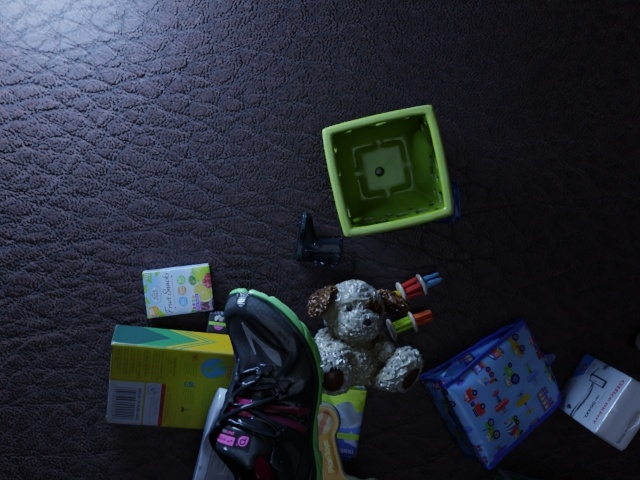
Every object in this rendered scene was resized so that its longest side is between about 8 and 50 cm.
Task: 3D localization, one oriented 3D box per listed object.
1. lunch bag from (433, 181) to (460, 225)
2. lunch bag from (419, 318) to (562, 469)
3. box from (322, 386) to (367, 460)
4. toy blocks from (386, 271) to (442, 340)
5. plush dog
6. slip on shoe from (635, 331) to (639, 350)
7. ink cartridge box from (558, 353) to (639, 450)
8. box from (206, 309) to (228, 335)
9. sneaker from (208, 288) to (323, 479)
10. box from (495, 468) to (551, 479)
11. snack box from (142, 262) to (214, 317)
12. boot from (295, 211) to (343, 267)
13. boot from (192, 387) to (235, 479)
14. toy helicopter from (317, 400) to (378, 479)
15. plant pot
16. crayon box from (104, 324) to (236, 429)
[{"bbox_3d":[0.276,-0.081,1.707,0.065,0.067,0.098,-7,97,-8],"label":"lunch bag"},{"bbox_3d":[0.415,0.332,1.754,0.293,0.138,0.220,-31,97,-14],"label":"lunch bag"},{"bbox_3d":[0.036,0.410,1.737,0.109,0.042,0.178,8,94,-9],"label":"box"},{"bbox_3d":[0.212,0.142,1.729,0.148,0.054,0.123,-22,98,-6],"label":"toy blocks"},{"bbox_3d":[0.071,0.196,1.643,0.263,0.211,0.225,3,93,-25],"label":"plush dog"},{"bbox_3d":[0.895,0.200,1.813,0.331,0.123,0.101,-22,103,-11],"label":"slip on shoe"},{"bbox_3d":[0.638,0.359,1.742,0.086,0.203,0.148,33,90,-11],"label":"ink cartridge box"},{"bbox_3d":[-0.202,0.186,1.671,0.083,0.052,0.062,8,94,-11],"label":"box"},{"bbox_3d":[-0.107,0.328,1.475,0.185,0.202,0.482,-3,100,35],"label":"sneaker"},{"bbox_3d":[0.545,0.635,1.745,0.262,0.231,0.126,16,93,-11],"label":"box"},{"bbox_3d":[-0.303,0.107,1.654,0.141,0.037,0.100,-6,96,-8],"label":"snack box"},{"bbox_3d":[0.000,0.000,1.685,0.099,0.045,0.121,5,103,-7],"label":"boot"},{"bbox_3d":[-0.183,0.423,1.601,0.124,0.095,0.258,12,115,-9],"label":"boot"},{"bbox_3d":[0.012,0.524,1.653,0.235,0.140,0.354,-11,87,0],"label":"toy helicopter"},{"bbox_3d":[0.133,-0.146,1.597,0.228,0.207,0.227,-12,98,2],"label":"plant pot"},{"bbox_3d":[-0.281,0.295,1.630,0.319,0.081,0.202,7,113,-9],"label":"crayon box"}]
